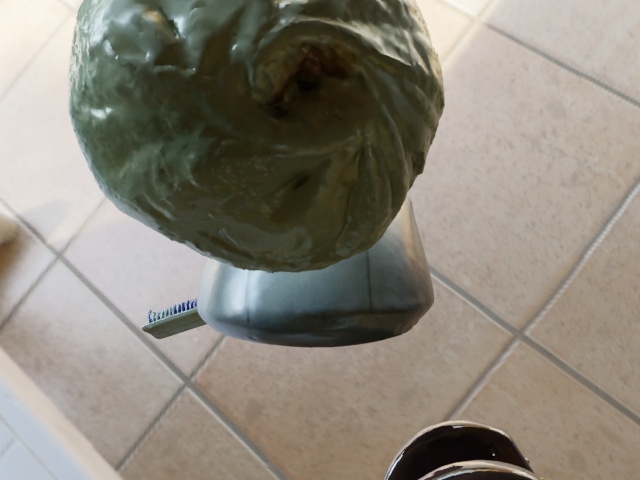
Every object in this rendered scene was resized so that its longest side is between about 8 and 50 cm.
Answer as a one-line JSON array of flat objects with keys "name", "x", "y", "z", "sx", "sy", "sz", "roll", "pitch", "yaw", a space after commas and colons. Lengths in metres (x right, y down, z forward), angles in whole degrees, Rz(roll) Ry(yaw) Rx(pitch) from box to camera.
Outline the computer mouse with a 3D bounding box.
[{"name": "computer mouse", "x": 0.000, "y": 0.000, "z": 0.803, "sx": 0.188, "sy": 0.371, "sz": 0.122, "roll": 2, "pitch": 96, "yaw": 2}]

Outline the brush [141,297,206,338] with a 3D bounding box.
[{"name": "brush", "x": -0.121, "y": 0.075, "z": 1.028, "sx": 0.178, "sy": 0.033, "sz": 0.030, "roll": -18, "pitch": 43, "yaw": 24}]

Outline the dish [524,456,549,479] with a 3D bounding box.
[{"name": "dish", "x": 0.178, "y": 0.364, "z": 0.946, "sx": 0.108, "sy": 0.221, "sz": 0.263, "roll": -6, "pitch": 60, "yaw": 44}]

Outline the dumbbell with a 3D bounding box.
[{"name": "dumbbell", "x": 0.105, "y": 0.205, "z": 0.632, "sx": 0.124, "sy": 0.225, "sz": 0.140, "roll": -34, "pitch": 83, "yaw": 2}]

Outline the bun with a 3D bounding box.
[{"name": "bun", "x": -0.029, "y": -0.078, "z": 0.466, "sx": 0.195, "sy": 0.118, "sz": 0.196, "roll": -1, "pitch": 94, "yaw": -14}]
